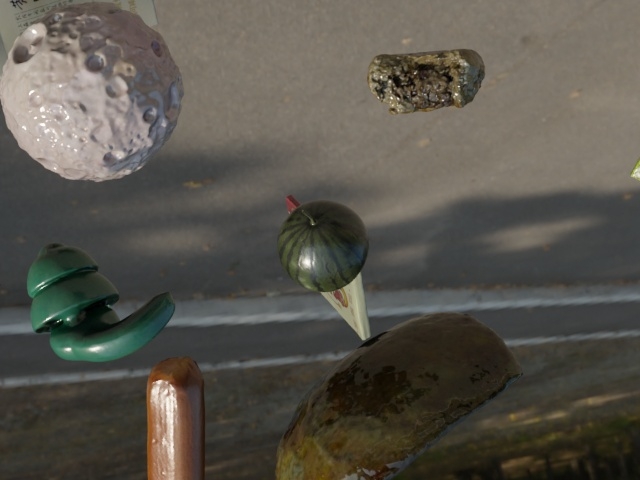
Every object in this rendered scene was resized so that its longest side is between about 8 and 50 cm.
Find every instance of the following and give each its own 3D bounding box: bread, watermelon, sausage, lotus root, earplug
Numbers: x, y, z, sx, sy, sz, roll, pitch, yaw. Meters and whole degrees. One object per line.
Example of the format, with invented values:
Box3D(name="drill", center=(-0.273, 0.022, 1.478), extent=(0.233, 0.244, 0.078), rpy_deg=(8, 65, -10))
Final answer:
Box3D(name="bread", center=(0.106, -0.156, 0.875), extent=(0.113, 0.060, 0.082), rpy_deg=(0, -171, 25))
Box3D(name="watermelon", center=(0.000, 0.000, 0.997), extent=(0.105, 0.105, 0.133), rpy_deg=(-14, 152, 8))
Box3D(name="sausage", center=(-0.104, 0.143, 0.650), extent=(0.041, 0.131, 0.039), rpy_deg=(15, -156, 26))
Box3D(name="lotus root", center=(0.068, 0.197, 1.060), extent=(0.314, 0.142, 0.210), rpy_deg=(-33, 173, -18))
Box3D(name="earplug", center=(-0.424, 0.108, 1.625), extent=(0.164, 0.280, 0.257), rpy_deg=(-18, 160, -48))

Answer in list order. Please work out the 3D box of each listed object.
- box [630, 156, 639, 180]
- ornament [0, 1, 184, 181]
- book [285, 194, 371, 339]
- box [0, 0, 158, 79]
Box3D(name="box", center=(0.374, -0.040, 0.614), extent=(0.041, 0.279, 0.153), rpy_deg=(-40, 156, -43))
Box3D(name="ornament", center=(-0.331, -0.218, 1.281), extent=(0.259, 0.259, 0.225), rpy_deg=(-20, 146, 27))
Box3D(name="book", center=(0.011, 0.041, 1.478), extent=(0.022, 0.232, 0.162), rpy_deg=(-24, 129, -16))
Box3D(name="box", center=(-0.525, -0.487, 1.850), extent=(0.365, 0.051, 0.205), rpy_deg=(-27, 136, -23))
